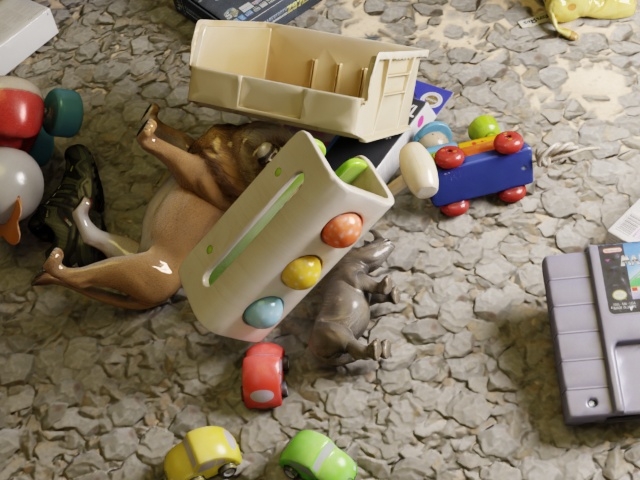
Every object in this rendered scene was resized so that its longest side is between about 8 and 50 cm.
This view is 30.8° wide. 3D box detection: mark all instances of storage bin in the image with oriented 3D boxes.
[{"bbox_3d":[-0.017,-0.228,1.629,0.262,0.123,0.260,14,13,18],"label":"storage bin"}]

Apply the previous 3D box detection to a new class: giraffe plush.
[{"bbox_3d":[0.414,-0.450,1.883,0.210,0.170,0.181,-32,54,-17],"label":"giraffe plush"}]

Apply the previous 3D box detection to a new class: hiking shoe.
[{"bbox_3d":[-0.379,-0.052,1.717,0.114,0.086,0.227,-11,51,-6],"label":"hiking shoe"}]

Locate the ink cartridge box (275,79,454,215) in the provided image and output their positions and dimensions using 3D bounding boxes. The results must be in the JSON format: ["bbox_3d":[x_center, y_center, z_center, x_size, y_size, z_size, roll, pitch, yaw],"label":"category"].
[{"bbox_3d":[0.040,-0.152,1.763,0.175,0.069,0.371,23,55,24],"label":"ink cartridge box"}]

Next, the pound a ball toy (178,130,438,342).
[{"bbox_3d":[0.000,0.000,1.510,0.319,0.208,0.136,-46,51,23],"label":"pound a ball toy"}]

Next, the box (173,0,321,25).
[{"bbox_3d":[-0.114,-0.438,2.014,0.232,0.059,0.183,-36,54,-21],"label":"box"}]

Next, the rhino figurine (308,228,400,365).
[{"bbox_3d":[0.049,0.071,1.569,0.106,0.073,0.243,-3,47,19],"label":"rhino figurine"}]

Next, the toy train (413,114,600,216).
[{"bbox_3d":[0.264,-0.135,1.702,0.248,0.105,0.143,-14,37,-4],"label":"toy train"}]

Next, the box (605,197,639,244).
[{"bbox_3d":[0.520,-0.074,1.632,0.067,0.063,0.324,35,63,29],"label":"box"}]

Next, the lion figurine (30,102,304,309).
[{"bbox_3d":[-0.199,-0.027,1.612,0.392,0.240,0.142,-50,18,11],"label":"lion figurine"}]

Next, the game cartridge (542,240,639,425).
[{"bbox_3d":[0.470,0.105,1.464,0.355,0.068,0.230,-6,70,3],"label":"game cartridge"}]

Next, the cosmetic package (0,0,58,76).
[{"bbox_3d":[-0.568,-0.320,1.976,0.099,0.060,0.239,26,58,30],"label":"cosmetic package"}]

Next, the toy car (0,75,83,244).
[{"bbox_3d":[-0.473,-0.099,1.694,0.219,0.210,0.238,5,66,-37],"label":"toy car"}]

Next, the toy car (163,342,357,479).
[{"bbox_3d":[-0.055,0.243,1.456,0.225,0.053,0.239,24,58,24],"label":"toy car"}]
